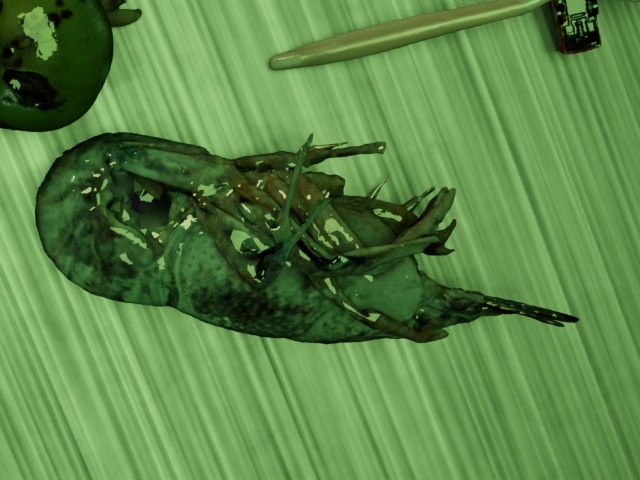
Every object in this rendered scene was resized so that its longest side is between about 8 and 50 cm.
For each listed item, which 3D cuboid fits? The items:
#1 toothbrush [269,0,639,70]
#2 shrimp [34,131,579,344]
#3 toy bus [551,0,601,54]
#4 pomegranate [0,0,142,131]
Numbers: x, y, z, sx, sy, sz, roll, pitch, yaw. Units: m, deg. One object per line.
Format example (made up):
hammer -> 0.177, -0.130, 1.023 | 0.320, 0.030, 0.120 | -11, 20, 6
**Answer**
toothbrush -> 0.115, -0.154, 1.105 | 0.307, 0.025, 0.029 | -13, 106, 2
shrimp -> -0.002, 0.000, 1.045 | 0.372, 0.172, 0.137 | 3, 87, -5
toy bus -> 0.176, -0.189, 1.134 | 0.031, 0.043, 0.110 | -12, 98, 3
pomegranate -> -0.181, -0.138, 1.038 | 0.161, 0.122, 0.122 | -38, 102, -46
